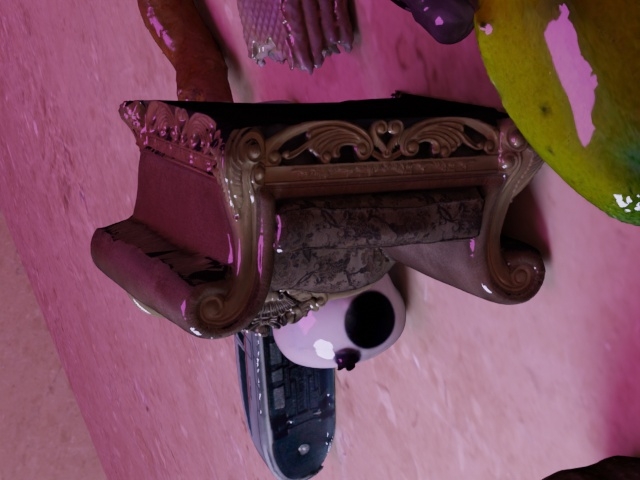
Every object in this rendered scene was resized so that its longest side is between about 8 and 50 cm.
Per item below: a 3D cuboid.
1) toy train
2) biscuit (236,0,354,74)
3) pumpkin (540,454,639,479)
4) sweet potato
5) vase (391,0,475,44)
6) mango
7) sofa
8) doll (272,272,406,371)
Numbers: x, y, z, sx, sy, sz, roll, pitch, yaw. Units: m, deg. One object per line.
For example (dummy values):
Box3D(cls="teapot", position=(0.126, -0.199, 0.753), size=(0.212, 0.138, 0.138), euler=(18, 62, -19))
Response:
Box3D(cls="toy train", position=(-0.042, 0.065, 1.163), size=(0.088, 0.086, 0.407), euler=(45, 146, 46))
Box3D(cls="biscuit", position=(-0.035, -0.248, 0.942), size=(0.108, 0.062, 0.239), euler=(27, 130, 62))
Box3D(cls="pumpkin", position=(0.167, 0.230, 0.638), size=(0.325, 0.232, 0.242), euler=(1, 106, 63))
Box3D(cls="sweet potato", position=(-0.150, -0.236, 1.217), size=(0.281, 0.059, 0.067), euler=(67, -168, 20))
Box3D(cls="vase", position=(0.038, -0.205, 0.805), size=(0.211, 0.060, 0.060), euler=(59, 155, 29))
Box3D(cls="mango", position=(0.134, -0.088, 0.602), size=(0.119, 0.100, 0.178), euler=(35, -147, -75))
Box3D(cls="sofa", position=(0.000, 0.000, 0.807), size=(0.200, 0.258, 0.182), euler=(21, 113, 60))
Box3D(cls="doll", position=(0.003, 0.014, 0.992), size=(0.107, 0.110, 0.181), euler=(144, 112, -88))
